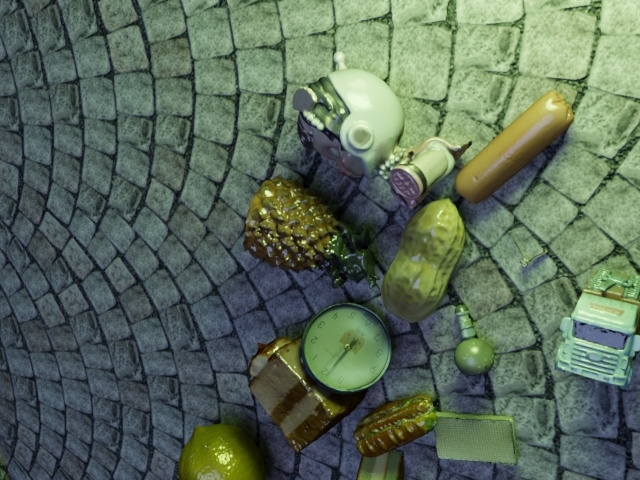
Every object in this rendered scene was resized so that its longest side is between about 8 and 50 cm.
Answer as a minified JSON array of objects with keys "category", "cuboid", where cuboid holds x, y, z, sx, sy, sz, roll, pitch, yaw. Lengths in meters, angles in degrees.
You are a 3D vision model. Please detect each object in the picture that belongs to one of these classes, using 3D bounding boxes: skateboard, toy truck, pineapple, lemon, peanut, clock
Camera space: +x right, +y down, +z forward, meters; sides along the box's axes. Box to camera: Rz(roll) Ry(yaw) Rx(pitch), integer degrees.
[{"category":"skateboard","cuboid":[0.443,0.007,1.453,0.064,0.032,0.083,-33,90,23]},{"category":"toy truck","cuboid":[0.545,0.154,1.280,0.136,0.305,0.162,13,107,26]},{"category":"pineapple","cuboid":[0.001,-0.001,1.614,0.357,0.223,0.223,24,117,5]},{"category":"lemon","cuboid":[-0.286,0.669,1.956,0.267,0.267,0.267,10,110,27]},{"category":"peanut","cuboid":[0.232,0.051,1.517,0.152,0.152,0.313,31,116,18]},{"category":"clock","cuboid":[0.063,0.261,1.653,0.226,0.226,0.049,45,165,10]}]

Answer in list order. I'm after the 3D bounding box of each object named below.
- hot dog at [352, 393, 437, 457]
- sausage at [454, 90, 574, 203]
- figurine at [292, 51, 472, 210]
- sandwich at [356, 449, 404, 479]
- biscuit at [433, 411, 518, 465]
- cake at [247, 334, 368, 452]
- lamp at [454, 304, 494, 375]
[{"category":"hot dog","cuboid":[0.186,0.466,1.711,0.072,0.115,0.269,28,129,-32]},{"category":"sausage","cuboid":[0.392,-0.184,1.385,0.086,0.086,0.289,50,121,7]},{"category":"figurine","cuboid":[0.119,-0.224,1.463,0.361,0.253,0.211,35,76,8]},{"category":"sandwich","cuboid":[0.143,0.656,1.765,0.117,0.144,0.187,8,110,25]},{"category":"biscuit","cuboid":[0.374,0.480,1.636,0.199,0.040,0.121,-4,100,31]},{"category":"cake","cuboid":[-0.050,0.366,1.758,0.293,0.199,0.196,47,128,14]},{"category":"lamp","cuboid":[0.342,0.228,1.555,0.091,0.091,0.163,-21,80,33]}]
